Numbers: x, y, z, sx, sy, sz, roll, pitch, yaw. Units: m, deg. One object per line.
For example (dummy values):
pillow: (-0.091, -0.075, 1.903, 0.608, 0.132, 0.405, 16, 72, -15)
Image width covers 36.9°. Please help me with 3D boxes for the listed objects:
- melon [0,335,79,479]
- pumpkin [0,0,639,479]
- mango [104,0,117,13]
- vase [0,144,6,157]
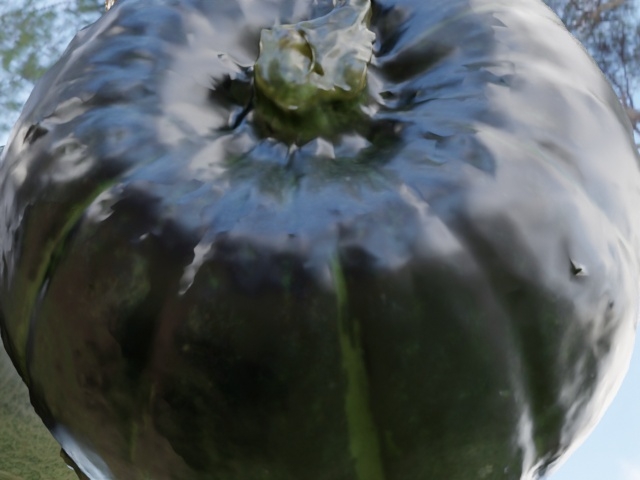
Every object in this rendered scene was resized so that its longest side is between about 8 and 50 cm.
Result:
melon: (-0.268, 0.119, 0.747, 0.329, 0.248, 0.248, 21, -40, -34)
pumpkin: (0.000, 0.000, 0.485, 0.323, 0.323, 0.241, 8, -32, 8)
mango: (-0.115, -0.180, 0.887, 0.199, 0.201, 0.350, 43, -24, -2)
vase: (-0.329, -0.025, 0.930, 0.251, 0.156, 0.301, -36, -26, 22)
